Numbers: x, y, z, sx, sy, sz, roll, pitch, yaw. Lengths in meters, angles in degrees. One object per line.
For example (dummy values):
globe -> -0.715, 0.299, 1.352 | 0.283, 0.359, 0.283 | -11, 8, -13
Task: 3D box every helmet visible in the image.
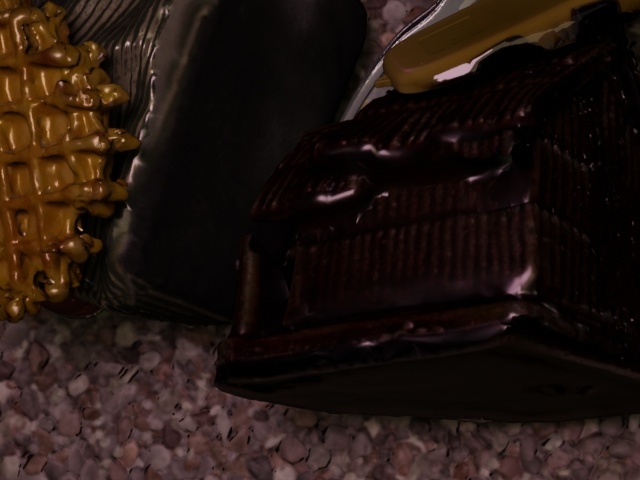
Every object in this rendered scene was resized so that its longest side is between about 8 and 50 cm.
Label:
helmet -> -0.227, 0.032, 1.031 | 0.084, 0.049, 0.065 | 27, 84, 13

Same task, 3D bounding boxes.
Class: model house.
model house -> 0.112, -0.014, 0.907 | 0.317, 0.297, 0.282 | -12, 66, 29

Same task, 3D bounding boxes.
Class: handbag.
handbag -> -0.140, -0.115, 0.952 | 0.240, 0.247, 0.341 | 18, 84, 29

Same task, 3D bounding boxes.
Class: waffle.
waffle -> -0.234, -0.061, 0.834 | 0.231, 0.051, 0.229 | 41, 106, 22

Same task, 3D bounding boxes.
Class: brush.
brush -> 0.098, -0.173, 0.986 | 0.068, 0.060, 0.297 | 32, 102, -5

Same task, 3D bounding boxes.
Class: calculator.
calculator -> 0.149, -0.164, 0.874 | 0.236, 0.157, 0.033 | -23, 110, 2

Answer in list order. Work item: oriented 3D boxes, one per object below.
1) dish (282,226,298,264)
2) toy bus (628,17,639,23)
dish -> 0.000, 0.000, 1.005 | 0.137, 0.039, 0.091 | -37, 77, 2
toy bus -> 0.289, -0.360, 0.990 | 0.138, 0.097, 0.342 | 27, 86, 10
